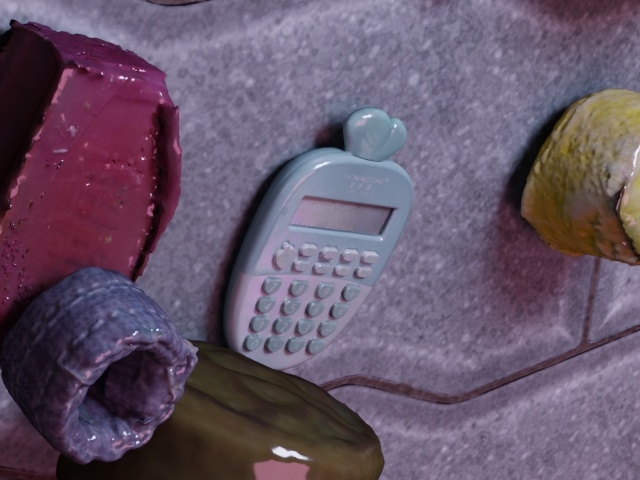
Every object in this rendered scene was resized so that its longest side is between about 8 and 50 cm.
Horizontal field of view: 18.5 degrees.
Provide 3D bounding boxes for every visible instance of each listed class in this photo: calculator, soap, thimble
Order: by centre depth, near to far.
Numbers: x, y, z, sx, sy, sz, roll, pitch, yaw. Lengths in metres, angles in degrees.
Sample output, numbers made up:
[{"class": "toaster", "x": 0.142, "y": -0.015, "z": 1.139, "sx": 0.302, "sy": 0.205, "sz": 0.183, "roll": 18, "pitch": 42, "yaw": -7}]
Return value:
[{"class": "thimble", "x": -0.184, "y": 0.105, "z": 1.630, "sx": 0.150, "sy": 0.098, "sz": 0.150, "roll": -28, "pitch": 141, "yaw": -26}, {"class": "soap", "x": -0.226, "y": -0.028, "z": 1.653, "sx": 0.182, "sy": 0.112, "sz": 0.289, "roll": 13, "pitch": 110, "yaw": -44}, {"class": "calculator", "x": 0.000, "y": 0.000, "z": 1.925, "sx": 0.184, "sy": 0.042, "sz": 0.295, "roll": 7, "pitch": 116, "yaw": -44}]

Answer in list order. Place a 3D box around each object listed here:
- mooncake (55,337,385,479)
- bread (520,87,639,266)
[{"class": "mooncake", "x": -0.087, "y": 0.195, "z": 1.808, "sx": 0.284, "sy": 0.284, "sz": 0.155, "roll": 13, "pitch": 102, "yaw": -46}, {"class": "bread", "x": 0.318, "y": -0.058, "z": 2.074, "sx": 0.197, "sy": 0.170, "sz": 0.197, "roll": -12, "pitch": 114, "yaw": -28}]
